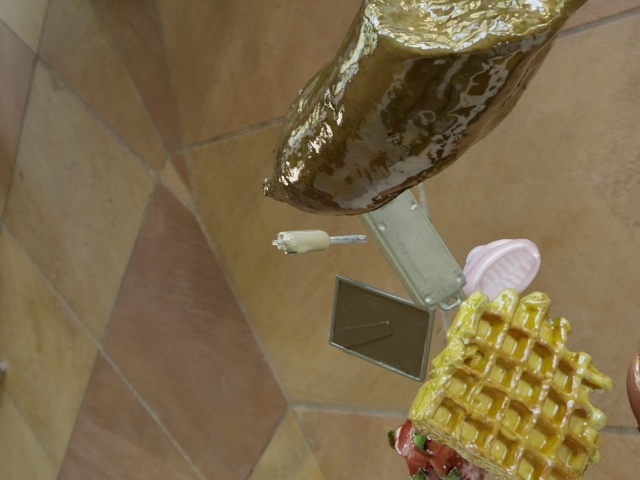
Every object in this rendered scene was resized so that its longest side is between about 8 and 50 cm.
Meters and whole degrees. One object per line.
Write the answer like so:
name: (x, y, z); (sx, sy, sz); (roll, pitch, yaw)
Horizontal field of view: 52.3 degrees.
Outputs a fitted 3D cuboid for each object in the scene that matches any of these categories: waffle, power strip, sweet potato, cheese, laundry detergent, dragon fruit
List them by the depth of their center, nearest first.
sweet potato: (0.058, -0.110, 0.560); (0.157, 0.158, 0.369); (61, 146, 12)
waffle: (0.241, 0.168, 0.756); (0.229, 0.219, 0.057); (32, 157, -6)
power strip: (0.112, -0.019, 0.924); (0.272, 0.078, 0.052); (57, 173, 5)
dragon fruit: (0.176, 0.306, 0.939); (0.137, 0.135, 0.236); (53, 162, 36)
laundry detergent: (0.351, 0.054, 1.316); (0.159, 0.335, 0.088); (-40, 87, 7)
cheese: (0.000, 0.001, 1.423); (0.127, 0.235, 0.049); (1, 94, 61)

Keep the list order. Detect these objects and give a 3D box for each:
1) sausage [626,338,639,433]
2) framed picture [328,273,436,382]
sausage: (0.409, 0.283, 0.584); (0.088, 0.088, 0.433); (-43, 68, 37)
framed picture: (0.133, 0.200, 1.483); (0.260, 0.023, 0.189); (18, 114, 32)
